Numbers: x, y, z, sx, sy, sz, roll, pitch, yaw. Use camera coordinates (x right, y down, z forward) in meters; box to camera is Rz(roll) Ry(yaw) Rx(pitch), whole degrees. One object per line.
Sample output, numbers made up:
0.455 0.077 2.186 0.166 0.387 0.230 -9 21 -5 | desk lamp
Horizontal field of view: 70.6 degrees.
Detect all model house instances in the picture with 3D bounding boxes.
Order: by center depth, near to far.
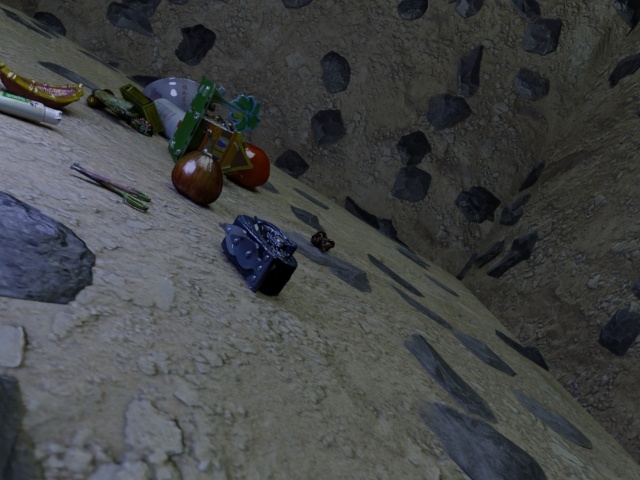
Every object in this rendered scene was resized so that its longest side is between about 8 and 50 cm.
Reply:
-0.393 -0.435 1.817 0.313 0.357 0.242 22 12 -36 | model house

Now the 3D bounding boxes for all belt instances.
-0.138 0.020 1.067 0.122 0.128 0.218 20 17 -50 | belt

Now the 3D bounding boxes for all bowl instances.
-0.719 -0.650 2.281 0.345 0.346 0.157 17 59 -54 | bowl

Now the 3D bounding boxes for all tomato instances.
-0.345 -0.354 2.088 0.260 0.180 0.260 25 18 -9 | tomato

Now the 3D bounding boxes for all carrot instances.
-0.901 -0.583 1.853 0.066 0.066 0.314 28 11 -20 | carrot

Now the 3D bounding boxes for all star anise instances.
0.000 0.000 1.751 0.097 0.070 0.191 36 13 9 | star anise

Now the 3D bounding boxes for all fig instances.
-0.374 -0.210 1.384 0.149 0.202 0.148 -1 -16 19 | fig

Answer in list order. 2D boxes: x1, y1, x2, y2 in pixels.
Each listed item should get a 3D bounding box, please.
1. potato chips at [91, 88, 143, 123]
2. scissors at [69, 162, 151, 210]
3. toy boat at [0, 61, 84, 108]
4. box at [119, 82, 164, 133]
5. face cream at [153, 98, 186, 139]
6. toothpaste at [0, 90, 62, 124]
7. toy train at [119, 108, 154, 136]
-0.796 -0.534 1.794 0.220 0.029 0.202 42 16 27 | potato chips
-0.486 -0.129 1.057 0.187 0.020 0.133 29 7 -25 | scissors
-0.840 -0.456 1.352 0.141 0.099 0.318 29 13 5 | toy boat
-0.782 -0.576 1.976 0.220 0.064 0.141 36 -29 30 | box
-0.624 -0.502 2.053 0.370 0.145 0.145 37 11 23 | face cream
-0.794 -0.341 1.088 0.058 0.056 0.314 -9 -10 32 | toothpaste
-0.786 -0.511 1.894 0.250 0.053 0.085 39 21 28 | toy train
